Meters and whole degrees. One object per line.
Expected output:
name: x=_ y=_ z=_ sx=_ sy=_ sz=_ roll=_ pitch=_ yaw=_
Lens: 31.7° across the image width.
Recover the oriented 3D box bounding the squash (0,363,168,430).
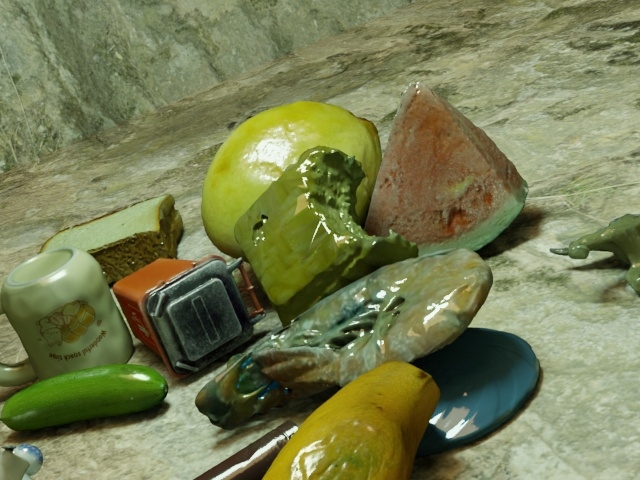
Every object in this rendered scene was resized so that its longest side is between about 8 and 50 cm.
squash: x=-0.366 y=0.240 z=1.749 sx=0.292 sy=0.082 sz=0.082 roll=-12 pitch=23 yaw=20

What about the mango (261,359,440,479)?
mango: x=0.027 y=0.258 z=1.261 sx=0.187 sy=0.144 sz=0.359 roll=-40 pitch=3 yaw=30

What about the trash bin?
trash bin: x=-0.225 y=0.104 z=1.853 sx=0.184 sy=0.161 sz=0.239 roll=-30 pitch=20 yaw=-23

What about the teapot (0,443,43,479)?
teapot: x=-0.411 y=0.345 z=1.293 sx=0.280 sy=0.252 sz=0.424 roll=-56 pitch=4 yaw=-37

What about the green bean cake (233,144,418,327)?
green bean cake: x=0.000 y=0.000 z=1.674 sx=0.233 sy=0.124 sz=0.236 roll=-43 pitch=51 yaw=14

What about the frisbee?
frisbee: x=0.142 y=0.182 z=1.487 sx=0.289 sy=0.049 sz=0.289 roll=-17 pitch=22 yaw=7

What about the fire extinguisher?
fire extinguisher: x=-0.125 y=0.321 z=1.369 sx=0.268 sy=0.072 sz=0.089 roll=-29 pitch=43 yaw=-22

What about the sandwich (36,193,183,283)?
sandwich: x=-0.434 y=0.015 z=2.322 sx=0.301 sy=0.099 sz=0.271 roll=-21 pitch=17 yaw=7

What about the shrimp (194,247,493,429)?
shrimp: x=0.034 y=0.144 z=1.518 sx=0.446 sy=0.110 sz=0.221 roll=-29 pitch=24 yaw=17

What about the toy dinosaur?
toy dinosaur: x=0.471 y=0.007 z=1.593 sx=0.294 sy=0.077 sz=0.162 roll=2 pitch=23 yaw=14

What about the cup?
cup: x=-0.466 y=0.136 z=1.919 sx=0.255 sy=0.202 sz=0.173 roll=-12 pitch=23 yaw=21

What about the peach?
peach: x=-0.042 y=-0.081 z=1.947 sx=0.314 sy=0.281 sz=0.315 roll=14 pitch=69 yaw=29

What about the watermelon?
watermelon: x=0.180 y=-0.076 z=1.829 sx=0.283 sy=0.292 sz=0.250 roll=-12 pitch=52 yaw=21
